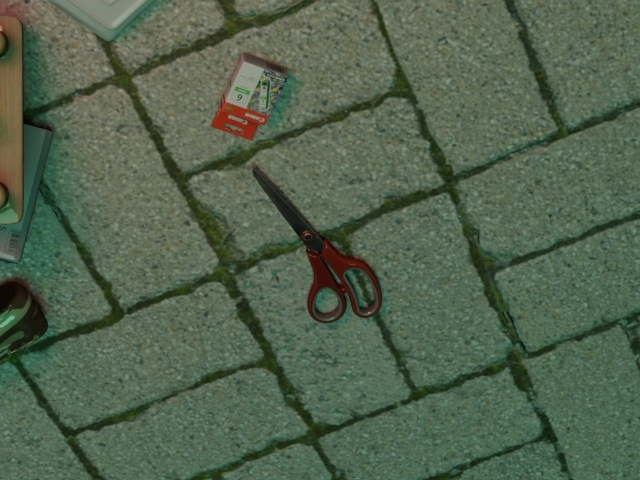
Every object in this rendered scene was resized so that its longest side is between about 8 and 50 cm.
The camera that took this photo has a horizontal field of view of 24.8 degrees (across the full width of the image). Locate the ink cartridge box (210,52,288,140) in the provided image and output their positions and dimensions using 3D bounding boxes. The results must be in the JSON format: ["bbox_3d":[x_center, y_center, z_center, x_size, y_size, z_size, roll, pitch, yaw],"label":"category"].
[{"bbox_3d":[-0.093,-0.179,1.876,0.063,0.029,0.115,18,119,-18],"label":"ink cartridge box"}]

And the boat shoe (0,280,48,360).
[{"bbox_3d":[-0.492,0.162,2.017,0.257,0.095,0.095,-30,127,12],"label":"boat shoe"}]

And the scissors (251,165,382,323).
[{"bbox_3d":[0.000,0.000,2.013,0.109,0.021,0.297,-17,122,8],"label":"scissors"}]

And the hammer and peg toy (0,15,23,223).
[{"bbox_3d":[-0.491,-0.092,1.746,0.266,0.127,0.361,1,94,-7],"label":"hammer and peg toy"}]

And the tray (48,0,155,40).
[{"bbox_3d":[-0.288,-0.336,1.703,0.145,0.030,0.270,-39,137,16],"label":"tray"}]

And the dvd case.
[{"bbox_3d":[-0.477,-0.084,1.845,0.239,0.029,0.179,15,90,-16],"label":"dvd case"}]
